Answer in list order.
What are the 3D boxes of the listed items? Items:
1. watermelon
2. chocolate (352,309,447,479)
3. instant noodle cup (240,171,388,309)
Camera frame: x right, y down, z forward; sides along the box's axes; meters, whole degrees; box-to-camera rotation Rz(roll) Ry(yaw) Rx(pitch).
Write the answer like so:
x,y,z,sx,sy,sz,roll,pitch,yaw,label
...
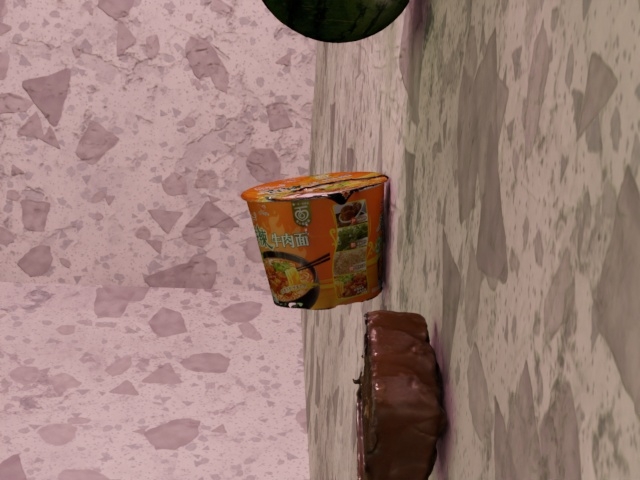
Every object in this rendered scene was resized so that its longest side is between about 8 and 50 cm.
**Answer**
x,y,z,sx,sy,sz,roll,pitch,yaw,label
0.020,-0.382,1.810,0.242,0.242,0.242,-178,90,-86,watermelon
0.088,0.185,1.534,0.214,0.093,0.148,-93,5,-59,chocolate
0.000,0.000,2.106,0.230,0.230,0.182,-110,14,-80,instant noodle cup
